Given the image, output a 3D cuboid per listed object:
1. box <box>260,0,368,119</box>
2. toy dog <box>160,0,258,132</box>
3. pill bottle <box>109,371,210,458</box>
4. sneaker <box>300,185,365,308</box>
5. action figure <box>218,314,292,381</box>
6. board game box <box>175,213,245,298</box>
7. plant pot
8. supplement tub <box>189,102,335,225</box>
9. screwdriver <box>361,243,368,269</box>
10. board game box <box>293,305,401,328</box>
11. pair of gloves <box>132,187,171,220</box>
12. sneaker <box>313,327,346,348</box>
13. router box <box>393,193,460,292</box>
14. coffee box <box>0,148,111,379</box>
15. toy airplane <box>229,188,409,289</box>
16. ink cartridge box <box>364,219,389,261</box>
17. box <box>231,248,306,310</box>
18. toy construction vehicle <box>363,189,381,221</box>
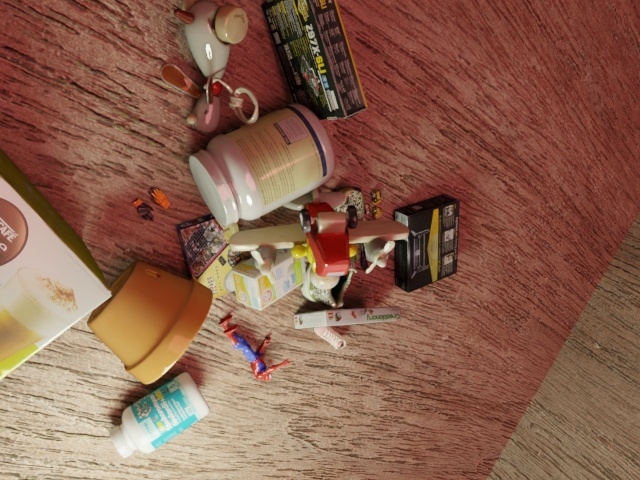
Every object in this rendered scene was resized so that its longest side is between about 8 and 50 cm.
[{"bbox_3d":[-0.019,-0.463,1.325,0.079,0.257,0.321,-28,111,-23],"label":"box"},{"bbox_3d":[-0.285,-0.419,1.253,0.161,0.220,0.333,-24,113,-49],"label":"toy dog"},{"bbox_3d":[-0.467,0.511,1.539,0.264,0.146,0.146,-32,124,-19],"label":"pill bottle"},{"bbox_3d":[0.079,0.035,1.678,0.158,0.182,0.409,7,105,-35],"label":"sneaker"},{"bbox_3d":[-0.193,0.337,1.681,0.139,0.091,0.280,-30,123,-9],"label":"action figure"},{"bbox_3d":[-0.303,0.045,1.519,0.165,0.042,0.243,-20,120,-25],"label":"board game box"},{"bbox_3d":[-0.445,0.187,1.353,0.203,0.291,0.290,41,85,-22],"label":"plant pot"},{"bbox_3d":[-0.152,-0.197,1.396,0.325,0.235,0.235,-29,123,-21],"label":"supplement tub"},{"bbox_3d":[0.143,0.024,1.824,0.024,0.025,0.169,-21,111,-25],"label":"screwdriver"},{"bbox_3d":[0.091,0.257,1.775,0.306,0.193,0.053,2,79,-34],"label":"board game box"},{"bbox_3d":[-0.440,-0.094,1.390,0.083,0.010,0.074,-41,126,-12],"label":"pair of gloves"},{"bbox_3d":[0.040,0.335,1.849,0.134,0.070,0.051,38,89,-37],"label":"sneaker"},{"bbox_3d":[0.387,0.009,1.934,0.243,0.081,0.308,-17,118,-26],"label":"router box"},{"bbox_3d":[-0.692,0.035,1.071,0.334,0.338,0.337,-39,126,-14],"label":"coffee box"},{"bbox_3d":[0.000,0.000,1.485,0.384,0.387,0.272,-26,120,-50],"label":"toy airplane"},{"bbox_3d":[0.192,0.006,1.794,0.088,0.052,0.122,-46,141,-30],"label":"ink cartridge box"},{"bbox_3d":[-0.149,0.103,1.570,0.203,0.103,0.114,-30,125,-42],"label":"box"},{"bbox_3d":[0.167,-0.111,1.774,0.086,0.035,0.098,-35,128,-30],"label":"toy construction vehicle"}]
